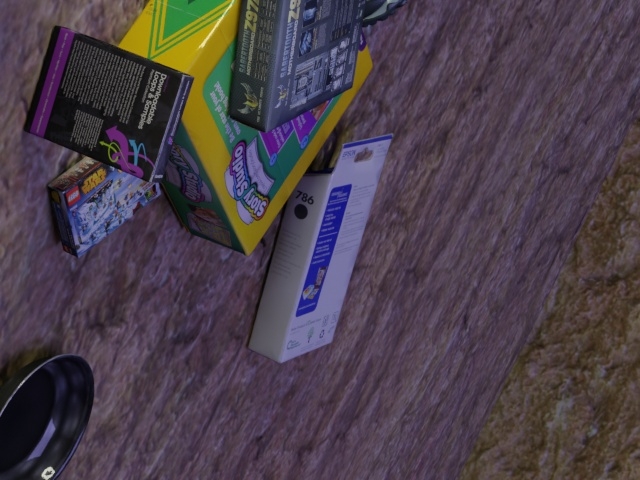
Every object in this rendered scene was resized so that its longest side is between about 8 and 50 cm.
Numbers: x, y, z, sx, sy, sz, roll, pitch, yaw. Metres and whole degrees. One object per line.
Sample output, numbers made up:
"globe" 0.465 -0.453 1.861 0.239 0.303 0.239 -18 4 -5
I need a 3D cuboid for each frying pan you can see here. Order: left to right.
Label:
"frying pan" -0.356 0.272 2.053 0.326 0.053 0.197 -64 156 -3

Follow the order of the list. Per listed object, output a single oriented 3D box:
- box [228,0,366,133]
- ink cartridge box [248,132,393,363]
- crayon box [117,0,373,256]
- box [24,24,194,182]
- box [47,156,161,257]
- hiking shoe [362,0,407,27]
"box" -0.018 -0.256 2.022 0.183 0.059 0.233 -34 139 -49
"ink cartridge box" 0.000 0.000 2.550 0.165 0.065 0.333 -14 125 -61
"crayon box" -0.085 -0.205 2.132 0.313 0.106 0.363 -57 154 -20
"box" -0.216 -0.138 1.841 0.029 0.162 0.116 -3 114 -65
"box" -0.238 -0.056 2.008 0.137 0.027 0.094 -40 140 -35
"hiking shoe" 0.096 -0.422 2.363 0.132 0.113 0.304 39 80 -35
